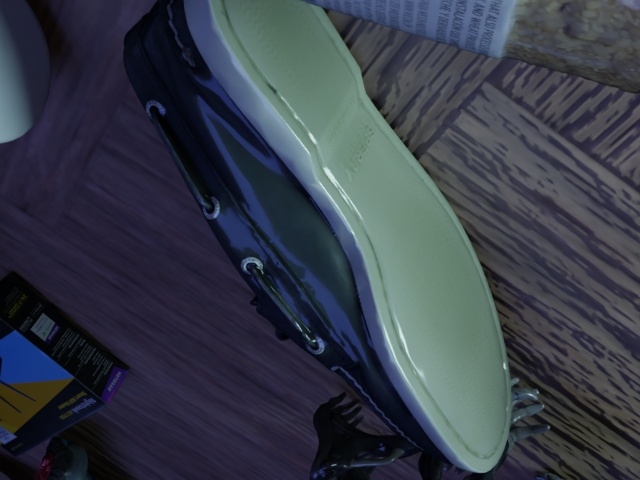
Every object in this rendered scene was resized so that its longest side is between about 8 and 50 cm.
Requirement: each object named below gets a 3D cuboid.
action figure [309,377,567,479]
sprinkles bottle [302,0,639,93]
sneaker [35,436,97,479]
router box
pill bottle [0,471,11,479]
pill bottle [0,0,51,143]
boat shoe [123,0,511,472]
[{"bbox_3d":[0.124,0.179,0.654,0.276,0.141,0.164,14,134,36],"label":"action figure"},{"bbox_3d":[0.051,-0.145,0.397,0.355,0.121,0.121,19,135,9],"label":"sprinkles bottle"},{"bbox_3d":[-0.220,0.282,0.958,0.125,0.104,0.262,6,139,-3],"label":"sneaker"},{"bbox_3d":[-0.272,0.116,0.844,0.133,0.046,0.179,43,134,-16],"label":"router box"},{"bbox_3d":[-0.389,0.348,1.048,0.136,0.136,0.245,26,136,2],"label":"pill bottle"},{"bbox_3d":[-0.289,-0.098,0.594,0.229,0.131,0.131,-4,128,28],"label":"pill bottle"},{"bbox_3d":[-0.002,0.002,0.556,0.113,0.127,0.340,-16,120,37],"label":"boat shoe"}]
